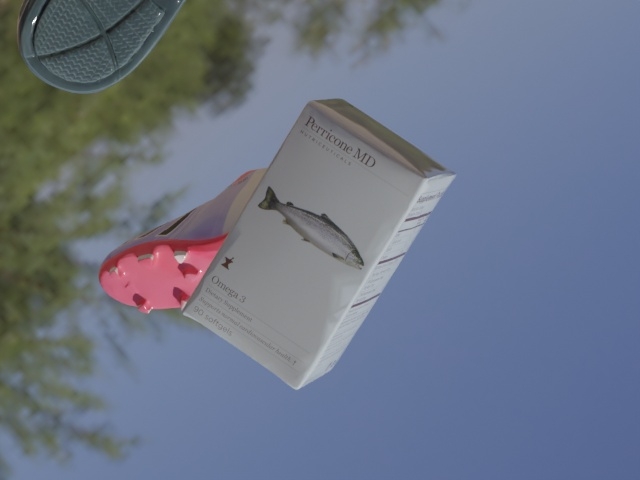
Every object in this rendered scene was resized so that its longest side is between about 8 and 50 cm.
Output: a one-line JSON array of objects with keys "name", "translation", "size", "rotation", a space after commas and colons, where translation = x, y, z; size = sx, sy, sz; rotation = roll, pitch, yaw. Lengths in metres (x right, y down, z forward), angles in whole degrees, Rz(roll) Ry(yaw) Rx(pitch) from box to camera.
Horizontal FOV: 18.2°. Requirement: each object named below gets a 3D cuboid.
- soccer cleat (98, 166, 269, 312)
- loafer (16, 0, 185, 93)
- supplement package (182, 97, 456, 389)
[{"name": "soccer cleat", "translation": [-0.089, -0.008, 1.788], "size": [0.248, 0.083, 0.095], "rotation": [-23, -148, 28]}, {"name": "loafer", "translation": [-0.070, -0.198, 1.057], "size": [0.267, 0.096, 0.084], "rotation": [-45, -151, 18]}, {"name": "supplement package", "translation": [0.000, 0.000, 1.426], "size": [0.179, 0.105, 0.105], "rotation": [-59, 169, 12]}]
